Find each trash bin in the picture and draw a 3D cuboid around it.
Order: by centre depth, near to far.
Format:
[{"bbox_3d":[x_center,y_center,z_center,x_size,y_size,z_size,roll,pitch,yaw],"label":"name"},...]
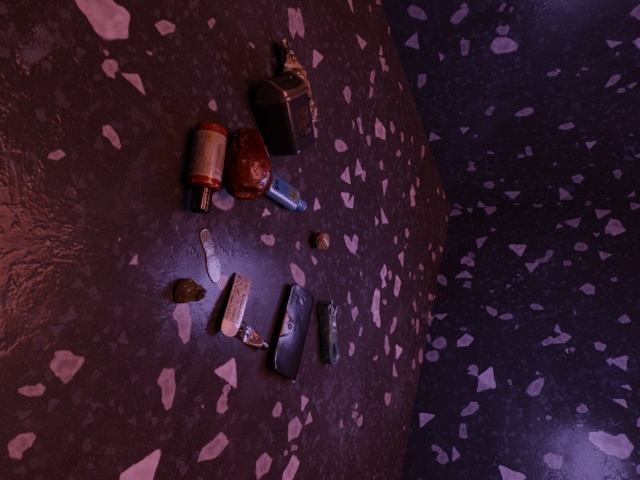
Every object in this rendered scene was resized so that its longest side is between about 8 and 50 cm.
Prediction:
[{"bbox_3d":[-0.134,-0.491,1.663,0.209,0.183,0.290,-49,134,-49],"label":"trash bin"}]

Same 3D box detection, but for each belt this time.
[{"bbox_3d":[0.039,0.422,1.980,0.087,0.072,0.301,-7,96,-54],"label":"belt"}]

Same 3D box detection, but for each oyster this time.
[{"bbox_3d":[-0.106,-0.657,1.804,0.201,0.107,0.354,-55,123,-72],"label":"oyster"}]

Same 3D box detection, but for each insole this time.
[{"bbox_3d":[-0.362,0.052,1.416,0.064,0.004,0.188,-34,116,-55],"label":"insole"}]

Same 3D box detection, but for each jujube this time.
[{"bbox_3d":[-0.252,-0.262,1.453,0.190,0.190,0.255,39,45,-50],"label":"jujube"}]

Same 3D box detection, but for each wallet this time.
[{"bbox_3d":[-0.113,0.368,1.758,0.197,0.051,0.377,47,48,-48],"label":"wallet"}]

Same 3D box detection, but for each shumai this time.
[{"bbox_3d":[-0.389,0.156,1.294,0.083,0.081,0.082,-57,132,-40],"label":"shumai"}]

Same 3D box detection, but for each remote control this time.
[{"bbox_3d":[-0.297,0.222,1.478,0.073,0.044,0.229,34,50,-34],"label":"remote control"}]

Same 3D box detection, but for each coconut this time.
[{"bbox_3d":[0.000,0.000,1.938,0.083,0.081,0.082,102,-8,-61],"label":"coconut"}]

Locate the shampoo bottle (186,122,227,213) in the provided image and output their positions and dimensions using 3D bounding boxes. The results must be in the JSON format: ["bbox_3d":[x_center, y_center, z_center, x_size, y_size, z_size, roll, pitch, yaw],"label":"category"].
[{"bbox_3d":[-0.360,-0.221,1.343,0.104,0.105,0.277,22,70,-56],"label":"shampoo bottle"}]

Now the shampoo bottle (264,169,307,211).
[{"bbox_3d":[-0.142,-0.186,1.734,0.258,0.061,0.103,32,61,-54],"label":"shampoo bottle"}]

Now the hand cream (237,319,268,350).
[{"bbox_3d":[-0.250,0.351,1.555,0.163,0.039,0.062,50,50,-37],"label":"hand cream"}]
